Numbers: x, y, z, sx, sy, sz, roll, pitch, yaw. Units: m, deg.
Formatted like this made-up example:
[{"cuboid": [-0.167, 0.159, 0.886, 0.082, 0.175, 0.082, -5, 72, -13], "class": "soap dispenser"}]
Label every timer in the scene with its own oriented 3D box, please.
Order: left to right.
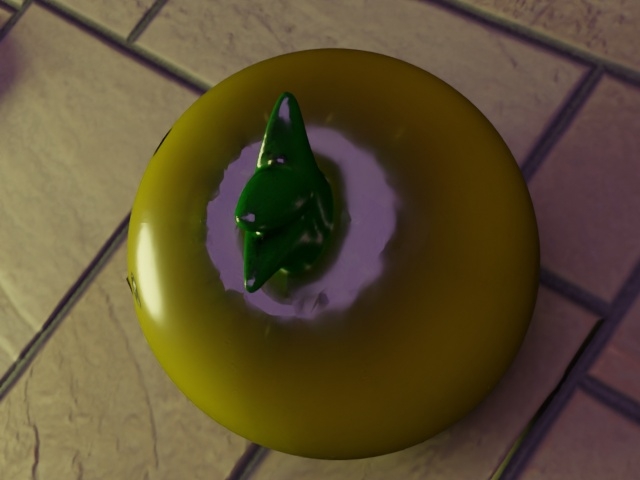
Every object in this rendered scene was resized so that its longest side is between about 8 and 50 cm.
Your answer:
[{"cuboid": [0.000, 0.000, 0.551, 0.285, 0.285, 0.285, -8, 64, 17], "class": "timer"}]
